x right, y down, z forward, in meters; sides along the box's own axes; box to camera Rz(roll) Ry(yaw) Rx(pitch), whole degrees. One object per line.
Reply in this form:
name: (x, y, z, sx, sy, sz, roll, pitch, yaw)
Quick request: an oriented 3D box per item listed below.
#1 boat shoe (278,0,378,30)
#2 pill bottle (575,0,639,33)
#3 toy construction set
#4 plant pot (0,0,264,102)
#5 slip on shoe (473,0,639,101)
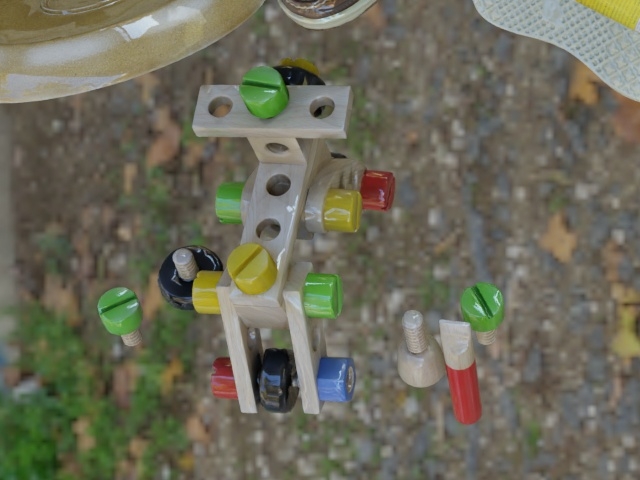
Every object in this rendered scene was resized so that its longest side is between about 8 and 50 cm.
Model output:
boat shoe: (0.047, -0.274, 1.222, 0.095, 0.095, 0.257, 32, 82, 24)
pill bottle: (0.217, -0.194, 1.222, 0.065, 0.116, 0.065, -60, -8, -15)
toy construction set: (0.000, 0.000, 1.317, 0.309, 0.257, 0.237, 29, 155, 25)
plant pot: (-0.153, -0.161, 1.160, 0.236, 0.236, 0.032, -133, 24, -61)
slip on shoe: (0.324, -0.246, 1.881, 0.331, 0.101, 0.123, 30, 125, 34)
